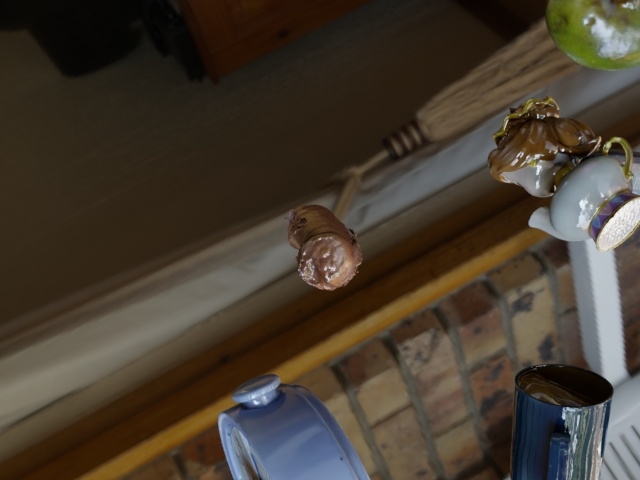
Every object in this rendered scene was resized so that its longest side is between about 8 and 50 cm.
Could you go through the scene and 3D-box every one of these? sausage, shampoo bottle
[{"bbox_3d":[-0.001,0.000,1.089,0.078,0.078,0.304,63,179,-12],"label":"sausage"},{"bbox_3d":[0.519,-0.099,1.491,0.049,0.233,0.087,-119,39,-53],"label":"shampoo bottle"}]

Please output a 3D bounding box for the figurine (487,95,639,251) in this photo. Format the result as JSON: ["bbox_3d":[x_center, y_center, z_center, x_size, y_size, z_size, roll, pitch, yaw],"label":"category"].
[{"bbox_3d":[0.363,-0.105,1.392,0.142,0.189,0.263,11,-149,-50],"label":"figurine"}]

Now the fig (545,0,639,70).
[{"bbox_3d":[0.402,-0.320,1.284,0.181,0.181,0.191,61,-173,6],"label":"fig"}]

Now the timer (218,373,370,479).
[{"bbox_3d":[-0.048,0.394,1.437,0.395,0.173,0.395,55,158,34],"label":"timer"}]

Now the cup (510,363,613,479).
[{"bbox_3d":[0.276,0.240,1.104,0.113,0.150,0.138,16,114,41],"label":"cup"}]
